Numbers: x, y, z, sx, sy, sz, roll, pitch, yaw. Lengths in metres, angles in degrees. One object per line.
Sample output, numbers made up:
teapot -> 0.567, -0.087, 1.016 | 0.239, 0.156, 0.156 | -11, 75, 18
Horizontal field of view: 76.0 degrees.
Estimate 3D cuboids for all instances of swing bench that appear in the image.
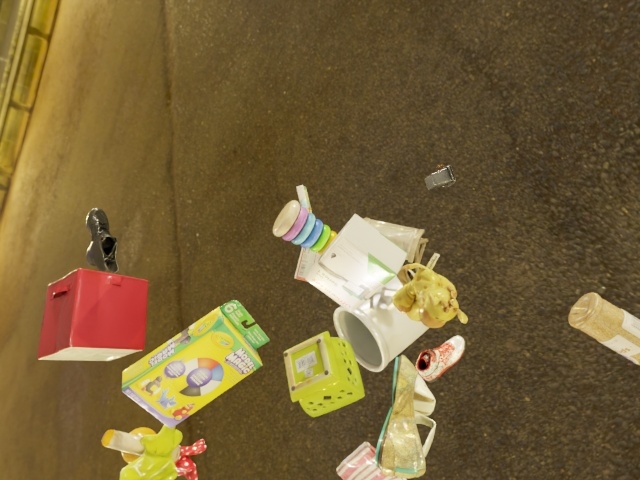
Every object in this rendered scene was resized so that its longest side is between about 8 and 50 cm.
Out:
swing bench -> 0.300, 0.009, 1.726 | 0.253, 0.255, 0.165 | 14, 81, 22

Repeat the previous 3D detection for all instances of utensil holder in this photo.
utensil holder -> 0.310, 0.360, 1.904 | 0.327, 0.385, 0.327 | 39, 144, 35

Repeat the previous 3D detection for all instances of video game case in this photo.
video game case -> 0.036, 0.121, 1.961 | 0.025, 0.285, 0.204 | 106, 178, -62

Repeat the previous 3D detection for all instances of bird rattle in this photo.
bird rattle -> -0.384, 0.479, 0.956 | 0.207, 0.253, 0.143 | 13, 69, 7

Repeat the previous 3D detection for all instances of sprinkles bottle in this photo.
sprinkles bottle -> 0.919, 0.293, 1.190 | 0.355, 0.121, 0.121 | 32, 108, 6

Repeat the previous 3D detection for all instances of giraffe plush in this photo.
giraffe plush -> 0.312, 0.166, 1.114 | 0.170, 0.181, 0.210 | -107, 21, -62

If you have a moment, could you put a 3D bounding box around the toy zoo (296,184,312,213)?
toy zoo -> -0.063, -0.143, 1.795 | 0.030, 0.293, 0.192 | -13, 96, 2

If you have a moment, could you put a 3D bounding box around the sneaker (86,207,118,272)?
sneaker -> -0.507, -0.003, 0.960 | 0.089, 0.051, 0.170 | -16, 72, 35

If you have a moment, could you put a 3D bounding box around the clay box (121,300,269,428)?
clay box -> -0.203, 0.211, 0.705 | 0.222, 0.127, 0.053 | -34, 33, -5

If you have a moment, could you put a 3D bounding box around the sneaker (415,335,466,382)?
sneaker -> 0.554, 0.527, 1.890 | 0.270, 0.145, 0.090 | -46, 39, -3

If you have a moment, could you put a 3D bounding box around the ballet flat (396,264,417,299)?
ballet flat -> 0.376, 0.196, 1.628 | 0.073, 0.080, 0.232 | -43, 59, 27

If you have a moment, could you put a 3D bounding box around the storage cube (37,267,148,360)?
storage cube -> -0.586, 0.203, 1.073 | 0.184, 0.215, 0.193 | -22, 63, 32

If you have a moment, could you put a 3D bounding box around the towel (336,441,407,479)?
towel -> 0.139, 0.574, 0.950 | 0.197, 0.029, 0.144 | 40, 121, 16

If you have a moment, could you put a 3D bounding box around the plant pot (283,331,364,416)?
plant pot -> -0.002, 0.475, 1.490 | 0.228, 0.207, 0.227 | -29, 46, 13

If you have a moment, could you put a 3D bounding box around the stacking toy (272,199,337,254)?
stacking toy -> 0.000, 0.000, 1.454 | 0.141, 0.330, 0.141 | -49, 20, 24

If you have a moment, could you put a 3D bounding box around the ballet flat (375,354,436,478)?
ballet flat -> 0.209, 0.396, 0.949 | 0.123, 0.348, 0.123 | 6, 111, 16

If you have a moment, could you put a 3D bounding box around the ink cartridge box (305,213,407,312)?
ink cartridge box -> 0.082, 0.065, 1.020 | 0.160, 0.092, 0.219 | 36, 137, -1

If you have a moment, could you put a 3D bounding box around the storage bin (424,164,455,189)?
storage bin -> 0.526, -0.279, 1.830 | 0.135, 0.091, 0.098 | 134, 117, -85
